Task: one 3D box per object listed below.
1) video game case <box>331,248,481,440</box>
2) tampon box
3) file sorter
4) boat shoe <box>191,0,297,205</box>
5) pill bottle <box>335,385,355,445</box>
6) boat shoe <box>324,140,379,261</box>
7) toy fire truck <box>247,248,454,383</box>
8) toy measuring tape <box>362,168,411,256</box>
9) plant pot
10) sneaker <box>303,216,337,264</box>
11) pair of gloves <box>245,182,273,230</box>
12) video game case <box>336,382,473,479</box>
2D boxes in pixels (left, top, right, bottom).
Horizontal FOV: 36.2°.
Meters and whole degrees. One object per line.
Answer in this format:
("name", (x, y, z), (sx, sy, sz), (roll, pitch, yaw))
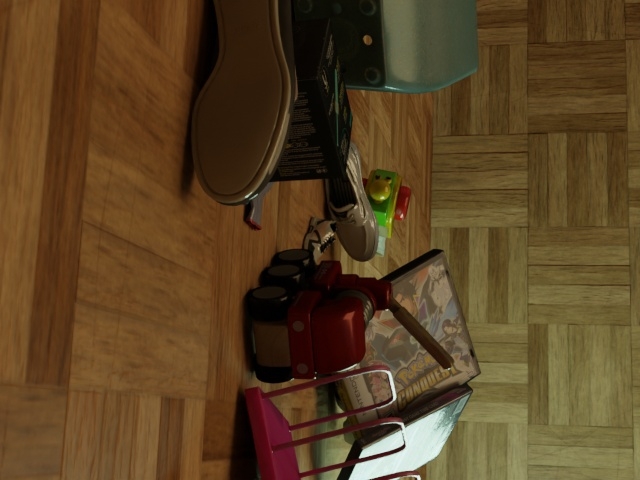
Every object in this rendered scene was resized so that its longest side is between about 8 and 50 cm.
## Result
("video game case", (0.137, 0.183, 1.676), (0.275, 0.035, 0.248), (-28, 108, -27))
("tampon box", (-0.028, -0.170, 1.206), (0.161, 0.101, 0.120), (73, 19, -45))
("file sorter", (0.039, 0.326, 1.223), (0.202, 0.182, 0.290), (69, 7, -65))
("boat shoe", (-0.072, -0.184, 1.079), (0.095, 0.112, 0.335), (51, 37, -64))
("pill bottle", (0.101, 0.231, 1.770), (0.153, 0.153, 0.264), (-29, 118, -76))
("boat shoe", (0.041, -0.061, 1.712), (0.076, 0.083, 0.226), (-41, 120, -59))
("toy fire truck", (0.048, 0.115, 1.302), (0.217, 0.246, 0.158), (-58, 145, -68))
("toy measuring tape", (0.125, -0.065, 2.001), (0.330, 0.121, 0.121), (78, 15, -72))
("plant pot", (0.086, -0.346, 1.526), (0.252, 0.247, 0.247), (-44, 135, -50))
("sneaker", (0.000, 0.000, 1.564), (0.109, 0.044, 0.040), (-74, 162, -46))
("pair of gloves", (-0.085, -0.103, 1.222), (0.198, 0.023, 0.159), (56, 36, -68))
("video game case", (0.136, 0.362, 1.697), (0.274, 0.026, 0.196), (-18, 141, -38))
